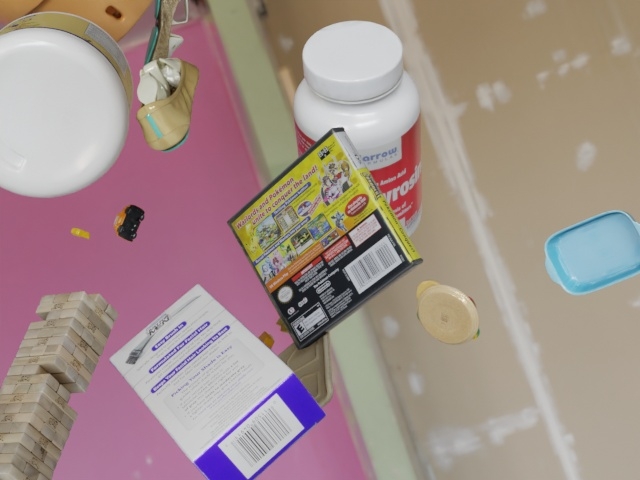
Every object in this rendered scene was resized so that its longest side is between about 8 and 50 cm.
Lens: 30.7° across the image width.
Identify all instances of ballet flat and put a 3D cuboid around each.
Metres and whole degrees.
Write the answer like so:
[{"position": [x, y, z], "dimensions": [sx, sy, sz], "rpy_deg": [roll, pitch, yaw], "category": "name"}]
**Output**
[{"position": [-0.198, -0.195, 1.491], "dimensions": [0.080, 0.073, 0.232], "rpy_deg": [-30, 29, 10], "category": "ballet flat"}, {"position": [-0.288, -0.405, 2.209], "dimensions": [0.067, 0.206, 0.073], "rpy_deg": [8, 16, -19], "category": "ballet flat"}]

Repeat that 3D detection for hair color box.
[{"position": [-0.159, 0.213, 1.710], "dimensions": [0.185, 0.110, 0.339], "rpy_deg": [-40, 35, -10], "category": "hair color box"}]

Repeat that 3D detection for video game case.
[{"position": [0.000, 0.000, 1.837], "dimensions": [0.275, 0.248, 0.035], "rpy_deg": [-39, -16, 34], "category": "video game case"}]

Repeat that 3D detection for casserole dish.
[{"position": [0.452, 0.017, 1.892], "dimensions": [0.188, 0.114, 0.037], "rpy_deg": [-26, 0, 38], "category": "casserole dish"}]

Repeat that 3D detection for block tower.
[{"position": [-0.423, 0.229, 1.789], "dimensions": [0.097, 0.335, 0.091], "rpy_deg": [-8, -42, 29], "category": "block tower"}]

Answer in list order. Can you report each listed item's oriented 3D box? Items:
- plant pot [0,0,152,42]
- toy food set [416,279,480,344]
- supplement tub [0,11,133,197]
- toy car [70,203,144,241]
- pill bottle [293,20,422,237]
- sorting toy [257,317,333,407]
[{"position": [-0.419, -0.443, 2.002], "dimensions": [0.291, 0.203, 0.291], "rpy_deg": [-34, 30, 22], "category": "plant pot"}, {"position": [0.151, 0.088, 1.382], "dimensions": [0.083, 0.082, 0.020], "rpy_deg": [9, 29, 29], "category": "toy food set"}, {"position": [-0.403, -0.214, 1.744], "dimensions": [0.241, 0.241, 0.331], "rpy_deg": [-19, 18, -2], "category": "supplement tub"}, {"position": [-0.336, -0.032, 1.831], "dimensions": [0.122, 0.060, 0.041], "rpy_deg": [5, 6, -44], "category": "toy car"}, {"position": [0.070, -0.185, 2.128], "dimensions": [0.229, 0.229, 0.407], "rpy_deg": [-18, -43, -10], "category": "pill bottle"}, {"position": [-0.050, 0.224, 1.953], "dimensions": [0.229, 0.041, 0.307], "rpy_deg": [-46, 23, 24], "category": "sorting toy"}]
